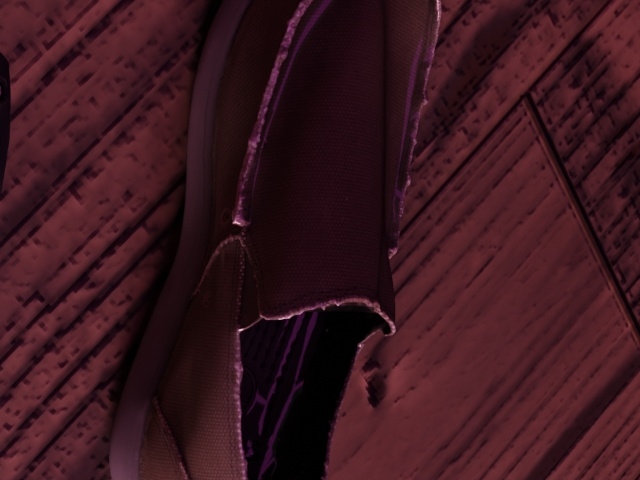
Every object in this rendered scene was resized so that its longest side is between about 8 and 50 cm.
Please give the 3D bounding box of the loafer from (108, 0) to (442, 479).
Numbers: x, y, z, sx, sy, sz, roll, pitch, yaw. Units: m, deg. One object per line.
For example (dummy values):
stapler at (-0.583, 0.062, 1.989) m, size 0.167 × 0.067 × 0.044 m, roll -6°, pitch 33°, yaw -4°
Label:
loafer at (0.000, 0.000, 0.619) m, size 0.094 × 0.087 × 0.251 m, roll 5°, pitch 104°, yaw -43°

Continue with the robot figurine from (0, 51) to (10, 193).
robot figurine at (-0.175, 0.002, 0.401) m, size 0.211 × 0.085 × 0.291 m, roll 61°, pitch 37°, yaw -43°
